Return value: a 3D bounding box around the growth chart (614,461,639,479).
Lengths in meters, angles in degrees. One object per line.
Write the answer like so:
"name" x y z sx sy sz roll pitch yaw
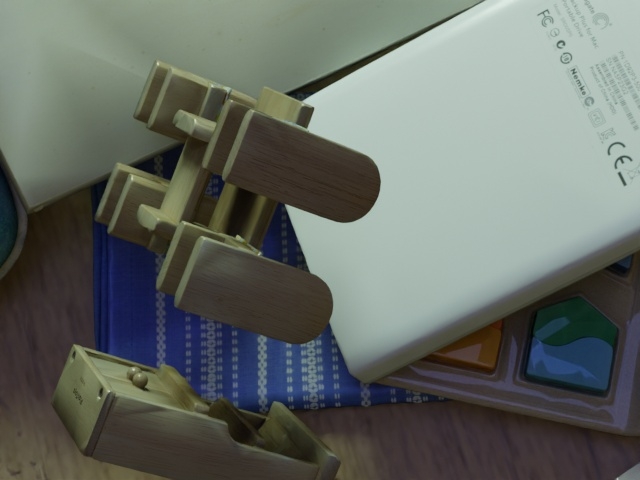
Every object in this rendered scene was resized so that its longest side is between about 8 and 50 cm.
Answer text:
"growth chart" 0.289 0.223 0.980 0.172 0.021 0.237 -20 71 -15

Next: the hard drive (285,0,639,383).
"hard drive" 0.125 -0.061 1.010 0.307 0.040 0.203 -28 64 13

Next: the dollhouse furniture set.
"dollhouse furniture set" -0.045 0.029 0.966 0.161 0.212 0.242 19 96 -24

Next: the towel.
"towel" 0.000 0.000 1.094 0.336 0.040 0.243 -4 73 6

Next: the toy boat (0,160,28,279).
"toy boat" -0.376 -0.051 1.055 0.267 0.148 0.318 -34 99 0

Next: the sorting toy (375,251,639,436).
"sorting toy" 0.141 0.021 1.042 0.208 0.038 0.193 11 76 8

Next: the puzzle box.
"puzzle box" -0.080 -0.223 1.082 0.409 0.052 0.272 -25 91 -14
